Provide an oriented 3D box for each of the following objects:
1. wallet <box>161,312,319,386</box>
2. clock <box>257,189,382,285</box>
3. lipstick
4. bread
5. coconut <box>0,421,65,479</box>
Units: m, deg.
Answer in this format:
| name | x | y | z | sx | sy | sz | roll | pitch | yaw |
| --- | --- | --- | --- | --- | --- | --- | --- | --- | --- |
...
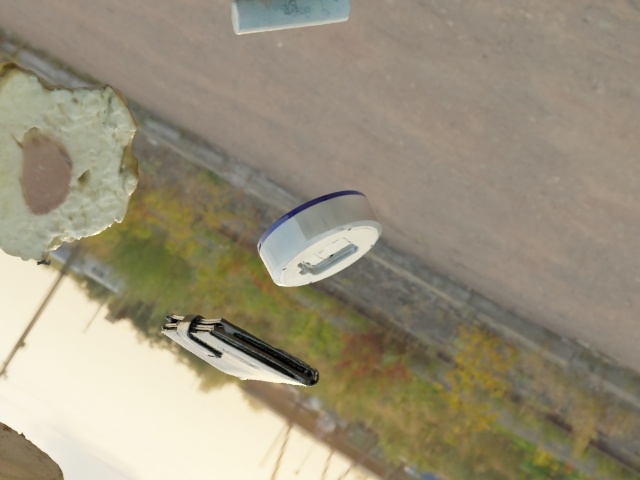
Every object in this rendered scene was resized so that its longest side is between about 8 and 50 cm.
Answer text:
| name | x | y | z | sx | sy | sz | roll | pitch | yaw |
| --- | --- | --- | --- | --- | --- | --- | --- | --- | --- |
| wallet | -0.128 | 0.162 | 1.506 | 0.169 | 0.044 | 0.317 | 31 | 166 | -17 |
| clock | 0.000 | 0.000 | 1.933 | 0.083 | 0.230 | 0.230 | 65 | -175 | 21 |
| lipstick | -0.041 | -0.313 | 1.402 | 0.158 | 0.048 | 0.048 | -10 | -177 | -14 |
| bread | -0.312 | -0.077 | 1.201 | 0.184 | 0.211 | 0.224 | 4 | 176 | -20 |
| coconut | -0.301 | 0.236 | 0.751 | 0.241 | 0.241 | 0.241 | 32 | 173 | 5 |
